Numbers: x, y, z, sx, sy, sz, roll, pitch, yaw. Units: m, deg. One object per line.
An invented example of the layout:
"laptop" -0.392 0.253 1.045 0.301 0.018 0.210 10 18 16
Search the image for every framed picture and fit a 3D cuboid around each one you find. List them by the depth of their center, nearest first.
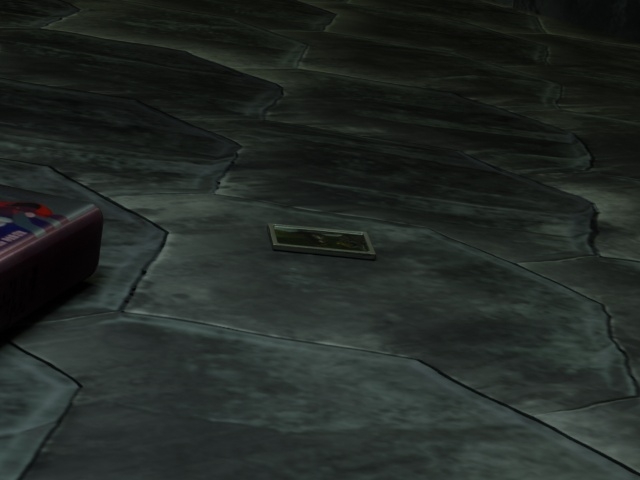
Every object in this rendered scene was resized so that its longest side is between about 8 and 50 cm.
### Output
"framed picture" 0.000 0.000 1.378 0.089 0.006 0.066 6 17 -7

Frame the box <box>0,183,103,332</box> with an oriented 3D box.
"box" -0.243 0.015 1.100 0.120 0.069 0.224 11 16 10
